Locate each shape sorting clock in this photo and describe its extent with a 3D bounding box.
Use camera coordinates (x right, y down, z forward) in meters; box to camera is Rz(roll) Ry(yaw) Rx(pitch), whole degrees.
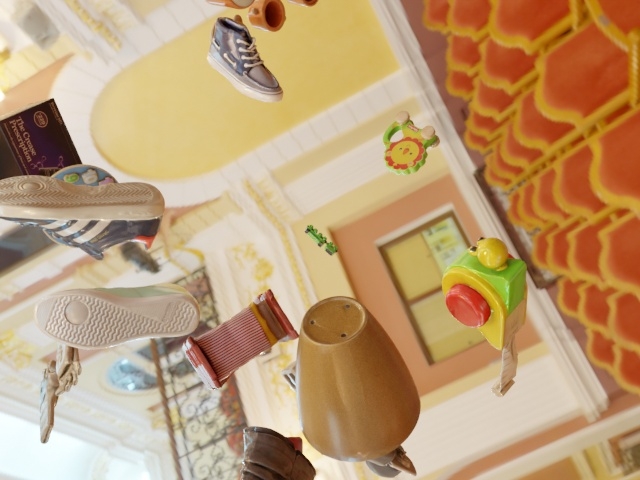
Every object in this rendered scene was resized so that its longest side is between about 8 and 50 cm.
[{"bbox_3d":[-0.561,-0.078,1.785,0.040,0.206,0.206,28,158,50],"label":"shape sorting clock"}]

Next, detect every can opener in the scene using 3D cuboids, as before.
[{"bbox_3d":[0.099,0.435,1.542,0.283,0.095,0.076,35,-163,-43],"label":"can opener"}]

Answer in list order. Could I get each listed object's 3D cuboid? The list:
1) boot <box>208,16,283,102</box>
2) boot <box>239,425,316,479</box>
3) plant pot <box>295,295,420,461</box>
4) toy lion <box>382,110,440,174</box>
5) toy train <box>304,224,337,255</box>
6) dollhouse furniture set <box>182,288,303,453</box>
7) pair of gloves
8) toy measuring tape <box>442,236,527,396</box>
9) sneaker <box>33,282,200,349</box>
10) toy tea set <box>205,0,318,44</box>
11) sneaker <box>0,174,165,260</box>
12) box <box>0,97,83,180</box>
[{"bbox_3d":[-0.133,-0.325,1.357,0.190,0.069,0.086,38,132,27],"label":"boot"},{"bbox_3d":[-0.046,0.471,1.227,0.222,0.118,0.338,-69,-36,-46],"label":"boot"},{"bbox_3d":[0.048,0.232,1.380,0.237,0.237,0.254,-107,1,-50],"label":"plant pot"},{"bbox_3d":[0.138,-0.153,1.235,0.100,0.096,0.034,41,174,39],"label":"toy lion"},{"bbox_3d":[0.000,0.000,1.535,0.083,0.017,0.024,41,-131,9],"label":"toy train"},{"bbox_3d":[-0.098,0.309,1.557,0.374,0.201,0.152,56,160,1],"label":"dollhouse furniture set"},{"bbox_3d":[-0.590,0.312,1.712,0.042,0.240,0.204,14,-155,-29],"label":"pair of gloves"},{"bbox_3d":[0.241,0.109,1.128,0.330,0.121,0.121,78,175,-46],"label":"toy measuring tape"},{"bbox_3d":[-0.329,0.119,1.249,0.151,0.256,0.094,-156,68,-79],"label":"sneaker"},{"bbox_3d":[-0.102,-0.513,1.557,0.124,0.336,0.200,12,134,39],"label":"toy tea set"},{"bbox_3d":[-0.486,-0.033,1.485,0.131,0.350,0.148,-109,28,-52],"label":"sneaker"},{"bbox_3d":[-0.699,-0.195,1.874,0.184,0.103,0.261,-48,-54,-52],"label":"box"}]
